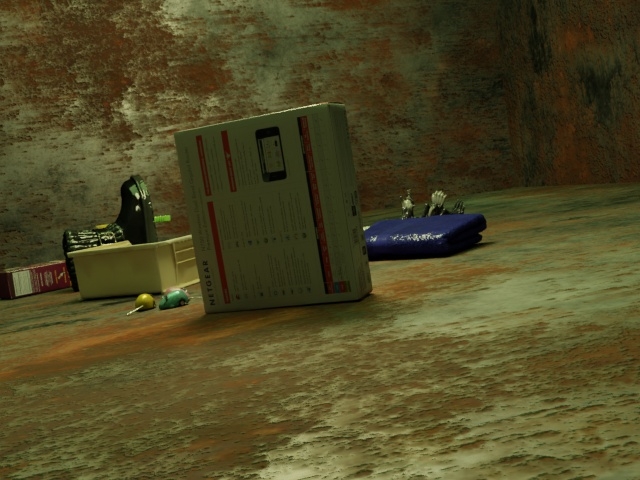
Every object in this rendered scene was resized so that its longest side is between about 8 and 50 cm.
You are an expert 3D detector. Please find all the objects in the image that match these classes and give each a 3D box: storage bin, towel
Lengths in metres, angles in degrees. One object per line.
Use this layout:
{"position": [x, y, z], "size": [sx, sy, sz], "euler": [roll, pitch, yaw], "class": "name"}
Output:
{"position": [-0.430, 0.059, 1.929], "size": [0.262, 0.123, 0.260], "euler": [-7, 5, 23], "class": "storage bin"}
{"position": [0.222, -0.001, 1.868], "size": [0.308, 0.076, 0.228], "euler": [-4, 14, 40], "class": "towel"}

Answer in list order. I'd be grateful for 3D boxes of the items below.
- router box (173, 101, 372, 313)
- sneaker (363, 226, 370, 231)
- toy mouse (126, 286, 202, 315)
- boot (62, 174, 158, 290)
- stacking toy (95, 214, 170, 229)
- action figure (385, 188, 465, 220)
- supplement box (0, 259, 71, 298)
{"position": [-0.084, -0.053, 1.361], "size": [0.301, 0.335, 0.082], "euler": [-6, 6, 22], "class": "router box"}
{"position": [0.073, 0.002, 2.068], "size": [0.229, 0.086, 0.132], "euler": [1, -6, -32], "class": "sneaker"}
{"position": [-0.303, 0.115, 1.581], "size": [0.143, 0.031, 0.161], "euler": [-8, 5, 6], "class": "toy mouse"}
{"position": [-0.606, -0.031, 2.212], "size": [0.260, 0.347, 0.131], "euler": [-7, -31, -17], "class": "boot"}
{"position": [-0.554, 0.020, 2.341], "size": [0.221, 0.166, 0.052], "euler": [-8, 5, -10], "class": "stacking toy"}
{"position": [0.299, -0.082, 2.263], "size": [0.164, 0.140, 0.276], "euler": [10, 14, 38], "class": "action figure"}
{"position": [-0.828, 0.112, 2.240], "size": [0.188, 0.080, 0.104], "euler": [-12, 6, -42], "class": "supplement box"}
